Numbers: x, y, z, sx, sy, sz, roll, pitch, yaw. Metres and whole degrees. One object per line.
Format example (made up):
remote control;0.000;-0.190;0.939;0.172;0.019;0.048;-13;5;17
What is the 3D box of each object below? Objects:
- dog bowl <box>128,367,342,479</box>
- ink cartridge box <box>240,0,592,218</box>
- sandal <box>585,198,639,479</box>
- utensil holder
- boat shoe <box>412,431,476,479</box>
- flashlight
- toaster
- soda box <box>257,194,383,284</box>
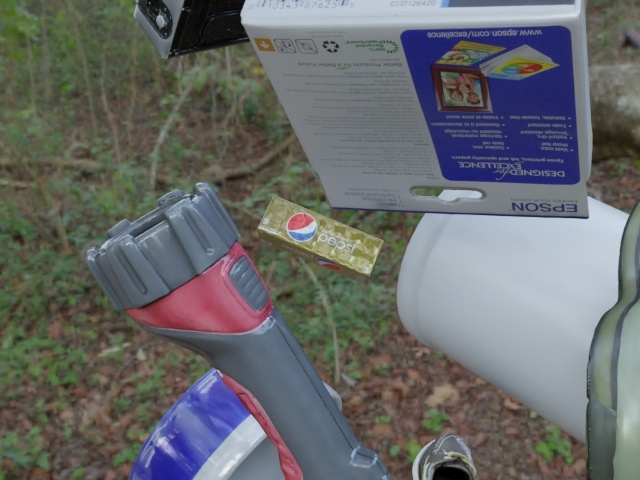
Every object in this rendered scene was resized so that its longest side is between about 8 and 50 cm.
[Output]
dog bowl;-0.099;0.257;1.026;0.104;0.264;0.265;38;36;23
ink cartridge box;0.113;-0.133;0.852;0.304;0.307;0.072;3;62;21
sandal;0.226;0.059;0.513;0.086;0.120;0.303;-1;27;30
utensil holder;0.360;0.094;1.222;0.328;0.327;0.385;-17;35;-37
boat shoe;0.209;0.404;1.373;0.117;0.096;0.324;34;25;3
flashlight;-0.048;0.110;0.614;0.103;0.304;0.103;-32;16;-12
toaster;-0.136;-0.337;1.085;0.186;0.168;0.110;-24;64;-40
soda box;0.000;0.000;1.272;0.181;0.061;0.058;23;-17;5
